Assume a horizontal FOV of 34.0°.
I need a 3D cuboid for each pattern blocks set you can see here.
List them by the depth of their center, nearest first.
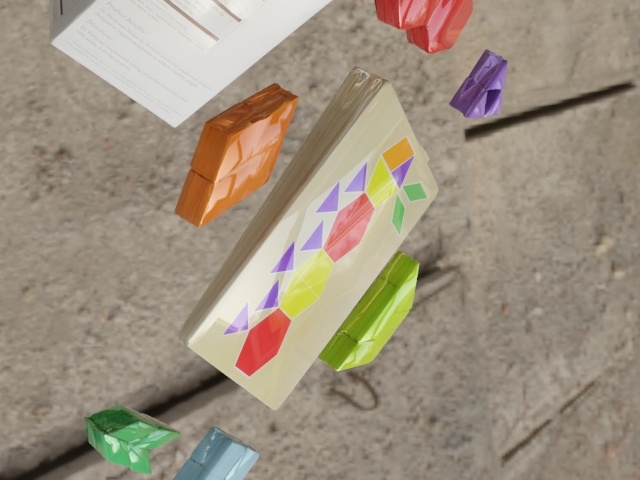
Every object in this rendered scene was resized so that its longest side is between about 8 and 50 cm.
[{"bbox_3d":[0.000,0.000,0.580,0.325,0.026,0.285,-49,152,-16],"label":"pattern blocks set"}]

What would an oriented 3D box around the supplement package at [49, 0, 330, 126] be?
[{"bbox_3d":[-0.079,-0.230,0.807,0.134,0.244,0.139,33,33,-41],"label":"supplement package"}]
